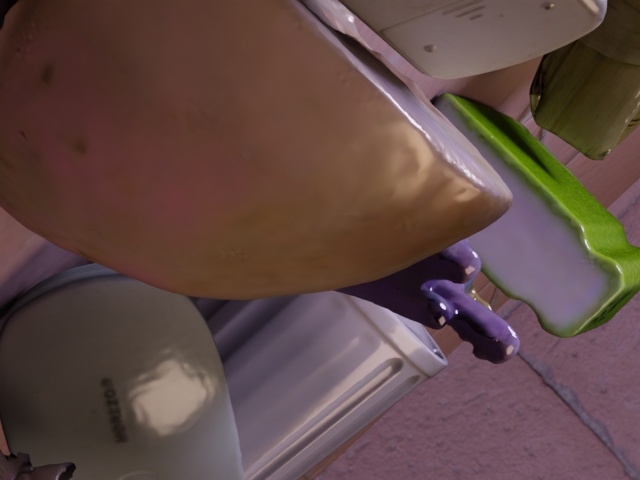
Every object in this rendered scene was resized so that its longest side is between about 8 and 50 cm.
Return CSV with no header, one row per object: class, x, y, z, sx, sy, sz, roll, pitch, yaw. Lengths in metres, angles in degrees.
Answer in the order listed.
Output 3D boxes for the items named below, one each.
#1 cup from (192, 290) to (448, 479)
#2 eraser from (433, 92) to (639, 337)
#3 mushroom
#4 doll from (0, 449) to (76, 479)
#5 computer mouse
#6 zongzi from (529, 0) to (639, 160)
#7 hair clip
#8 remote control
cup,-0.038,0.084,1.069,0.202,0.167,0.221,-41,165,4
eraser,0.171,-0.016,1.315,0.092,0.210,0.274,-46,166,11
mushroom,-0.034,-0.026,0.668,0.162,0.173,0.236,-43,169,10
doll,-0.223,0.140,0.795,0.149,0.095,0.192,-6,-176,33
computer mouse,-0.110,0.107,0.894,0.128,0.079,0.231,-13,131,-3
zongzi,0.281,-0.207,1.258,0.256,0.115,0.228,-41,166,-42
hair clip,0.008,-0.008,0.845,0.090,0.137,0.278,-39,-152,-28
remote control,0.025,-0.119,0.569,0.087,0.029,0.190,-17,144,35
